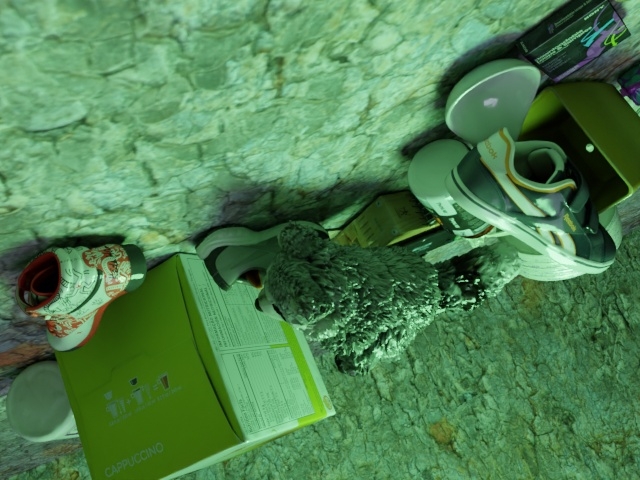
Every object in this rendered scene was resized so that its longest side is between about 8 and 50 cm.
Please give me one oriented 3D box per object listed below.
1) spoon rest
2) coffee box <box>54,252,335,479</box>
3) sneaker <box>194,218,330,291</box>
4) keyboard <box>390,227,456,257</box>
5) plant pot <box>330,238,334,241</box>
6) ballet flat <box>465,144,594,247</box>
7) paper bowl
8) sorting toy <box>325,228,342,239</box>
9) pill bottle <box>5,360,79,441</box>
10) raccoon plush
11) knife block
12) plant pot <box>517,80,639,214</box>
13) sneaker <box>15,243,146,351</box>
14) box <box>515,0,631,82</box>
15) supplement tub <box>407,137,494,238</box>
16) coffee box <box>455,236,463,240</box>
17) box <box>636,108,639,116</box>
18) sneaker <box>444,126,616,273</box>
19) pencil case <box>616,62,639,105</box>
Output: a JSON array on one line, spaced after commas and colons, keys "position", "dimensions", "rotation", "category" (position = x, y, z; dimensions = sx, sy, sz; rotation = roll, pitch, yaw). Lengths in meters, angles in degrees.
[{"position": [0.253, -0.181, 0.912], "dimensions": [0.137, 0.084, 0.276], "rotation": [-26, 165, 10], "category": "spoon rest"}, {"position": [-0.238, 0.255, 1.185], "dimensions": [0.338, 0.338, 0.334], "rotation": [-30, 162, 21], "category": "coffee box"}, {"position": [-0.088, 0.030, 1.088], "dimensions": [0.272, 0.108, 0.100], "rotation": [-10, 158, -42], "category": "sneaker"}, {"position": [0.196, 0.013, 1.243], "dimensions": [0.180, 0.023, 0.108], "rotation": [-20, 156, -15], "category": "keyboard"}, {"position": [0.042, 0.129, 1.430], "dimensions": [0.284, 0.190, 0.284], "rotation": [-21, 163, -6], "category": "plant pot"}, {"position": [0.495, -0.103, 1.408], "dimensions": [0.409, 0.147, 0.147], "rotation": [-27, 164, 10], "category": "ballet flat"}, {"position": [0.573, -0.047, 1.514], "dimensions": [0.284, 0.284, 0.148], "rotation": [-25, 120, 7], "category": "paper bowl"}, {"position": [0.000, 0.000, 1.278], "dimensions": [0.062, 0.012, 0.083], "rotation": [-12, 158, -47], "category": "sorting toy"}, {"position": [-0.557, 0.365, 1.420], "dimensions": [0.169, 0.169, 0.301], "rotation": [-24, 164, 2], "category": "pill bottle"}, {"position": [0.110, 0.034, 1.025], "dimensions": [0.446, 0.216, 0.299], "rotation": [-32, 150, -5], "category": "raccoon plush"}, {"position": [0.187, -0.036, 1.270], "dimensions": [0.242, 0.088, 0.276], "rotation": [-11, 157, -39], "category": "knife block"}, {"position": [0.452, -0.155, 1.082], "dimensions": [0.187, 0.212, 0.212], "rotation": [-29, 169, -29], "category": "plant pot"}, {"position": [-0.385, 0.089, 0.908], "dimensions": [0.270, 0.090, 0.145], "rotation": [-38, 158, 33], "category": "sneaker"}, {"position": [0.345, -0.273, 0.838], "dimensions": [0.116, 0.029, 0.162], "rotation": [-33, 160, 32], "category": "box"}, {"position": [0.235, -0.081, 1.061], "dimensions": [0.117, 0.117, 0.190], "rotation": [-28, 143, 18], "category": "supplement tub"}, {"position": [0.389, -0.042, 1.623], "dimensions": [0.184, 0.040, 0.113], "rotation": [-10, 159, -38], "category": "coffee box"}, {"position": [0.763, -0.288, 1.250], "dimensions": [0.169, 0.087, 0.290], "rotation": [-22, 164, -4], "category": "box"}, {"position": [0.350, -0.056, 0.924], "dimensions": [0.321, 0.126, 0.127], "rotation": [23, 127, -22], "category": "sneaker"}, {"position": [0.579, -0.291, 1.033], "dimensions": [0.152, 0.064, 0.070], "rotation": [-37, 175, 39], "category": "pencil case"}]
